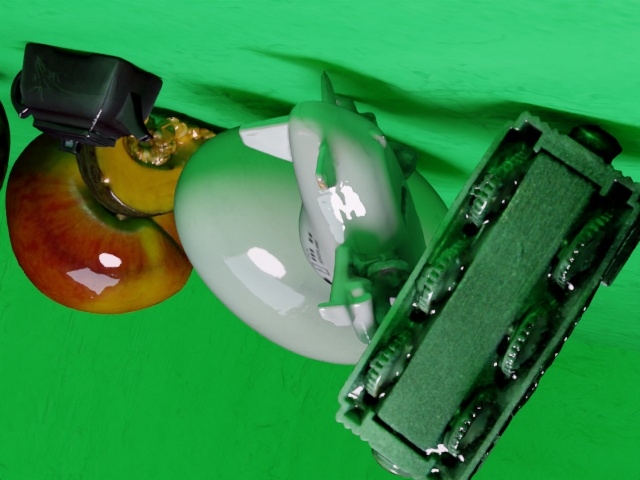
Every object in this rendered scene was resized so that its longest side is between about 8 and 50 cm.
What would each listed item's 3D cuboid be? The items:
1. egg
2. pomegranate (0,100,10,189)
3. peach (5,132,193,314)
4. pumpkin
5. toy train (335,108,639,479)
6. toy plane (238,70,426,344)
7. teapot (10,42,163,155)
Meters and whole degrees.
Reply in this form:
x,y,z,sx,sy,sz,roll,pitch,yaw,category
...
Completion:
x,y,z,sx,sy,sz,roll,pitch,yaw,category
0.000,0.000,1.795,0.230,0.230,0.371,10,167,45,egg
-0.493,-0.137,2.020,0.306,0.242,0.242,55,-176,11,pomegranate
-0.278,-0.024,2.241,0.281,0.238,0.281,31,158,14,peach
-0.178,-0.080,2.025,0.248,0.126,0.131,16,177,-28,pumpkin
0.156,0.052,1.453,0.138,0.330,0.178,36,-165,18,toy train
0.022,-0.029,1.503,0.117,0.245,0.244,-11,169,14,toy plane
-0.236,-0.132,1.747,0.177,0.096,0.087,13,176,28,teapot
